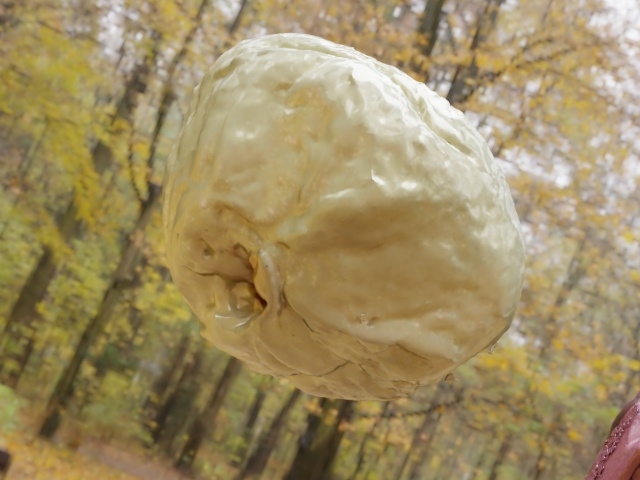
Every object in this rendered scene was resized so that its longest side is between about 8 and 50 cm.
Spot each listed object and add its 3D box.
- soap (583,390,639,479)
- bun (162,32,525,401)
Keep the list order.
[{"bbox_3d":[0.405,0.223,1.227,0.182,0.289,0.112,53,23,-13],"label":"soap"},{"bbox_3d":[0.000,0.000,0.650,0.220,0.134,0.220,27,-42,27],"label":"bun"}]
